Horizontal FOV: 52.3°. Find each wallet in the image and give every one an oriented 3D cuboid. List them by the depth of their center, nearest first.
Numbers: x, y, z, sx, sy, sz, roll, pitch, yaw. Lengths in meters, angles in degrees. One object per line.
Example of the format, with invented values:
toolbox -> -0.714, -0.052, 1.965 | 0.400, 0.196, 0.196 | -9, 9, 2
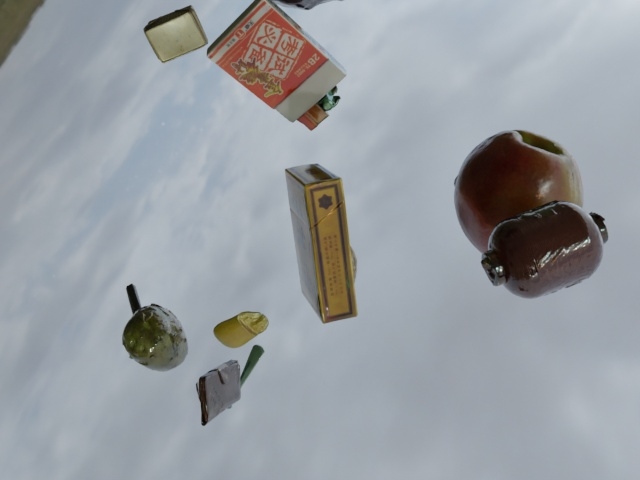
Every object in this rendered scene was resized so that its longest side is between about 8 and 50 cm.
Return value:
wallet -> -0.196, 0.296, 1.293 | 0.026, 0.176, 0.095 | -3, -90, 15

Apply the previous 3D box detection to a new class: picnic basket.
picnic basket -> -0.425, -0.610, 1.925 | 0.164, 0.115, 0.079 | -19, -142, 6

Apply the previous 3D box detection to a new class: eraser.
eraser -> -0.082, -0.345, 1.262 | 0.157, 0.230, 0.038 | -37, -141, 25

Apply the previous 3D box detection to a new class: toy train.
toy train -> -0.017, -0.381, 1.710 | 0.118, 0.074, 0.175 | -36, -139, 20

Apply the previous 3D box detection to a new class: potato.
potato -> -0.417, 0.251, 1.682 | 0.141, 0.176, 0.298 | -20, 175, -3

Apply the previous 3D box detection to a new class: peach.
peach -> 0.471, -0.094, 1.571 | 0.307, 0.308, 0.332 | -107, -164, -54

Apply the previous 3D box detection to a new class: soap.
soap -> -0.209, 0.228, 1.681 | 0.168, 0.089, 0.033 | -36, -158, 35

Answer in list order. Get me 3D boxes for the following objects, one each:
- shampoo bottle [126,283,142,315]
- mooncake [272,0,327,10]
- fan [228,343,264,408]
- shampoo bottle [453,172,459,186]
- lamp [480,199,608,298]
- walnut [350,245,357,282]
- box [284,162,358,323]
shampoo bottle -> -0.523, 0.186, 1.845 | 0.048, 0.027, 0.137 | -60, -135, 41
mooncake -> -0.029, -0.634, 1.243 | 0.381, 0.351, 0.212 | -63, 171, 23
fan -> -0.205, 0.367, 1.746 | 0.038, 0.016, 0.193 | 30, -85, 33
shampoo bottle -> 0.507, -0.143, 1.921 | 0.108, 0.221, 0.051 | -54, -174, 17
lamp -> 0.443, 0.020, 1.307 | 0.258, 0.180, 0.180 | -20, -147, -3
walnut -> 0.032, 0.100, 2.278 | 0.198, 0.244, 0.198 | -1, -148, 0
box -> 0.000, 0.000, 1.393 | 0.084, 0.301, 0.193 | -12, -161, -13
